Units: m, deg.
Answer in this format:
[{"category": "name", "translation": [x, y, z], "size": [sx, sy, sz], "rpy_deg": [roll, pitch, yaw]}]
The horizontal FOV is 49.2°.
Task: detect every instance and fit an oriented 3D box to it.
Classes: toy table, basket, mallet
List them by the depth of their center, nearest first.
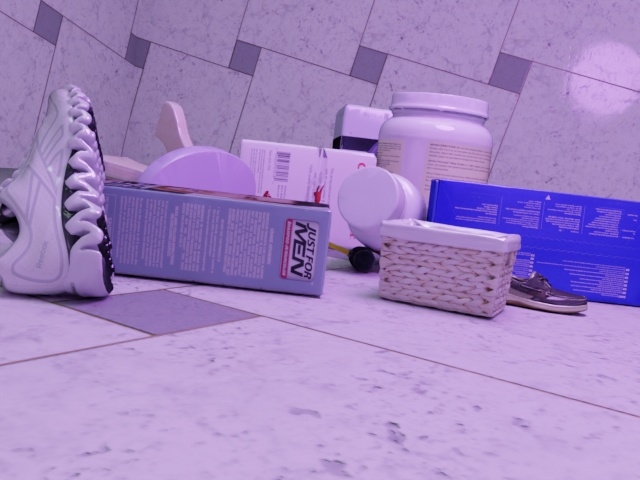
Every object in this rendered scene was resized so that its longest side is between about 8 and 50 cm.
[{"category": "basket", "translation": [0.166, 0.033, 0.919], "size": [0.167, 0.103, 0.113], "rpy_deg": [10, 7, 24]}, {"category": "mallet", "translation": [0.000, 0.000, 1.144], "size": [0.189, 0.039, 0.062], "rpy_deg": [24, 2, 0]}, {"category": "toy table", "translation": [-0.262, -0.109, 1.268], "size": [0.160, 0.252, 0.274], "rpy_deg": [29, 6, 31]}]

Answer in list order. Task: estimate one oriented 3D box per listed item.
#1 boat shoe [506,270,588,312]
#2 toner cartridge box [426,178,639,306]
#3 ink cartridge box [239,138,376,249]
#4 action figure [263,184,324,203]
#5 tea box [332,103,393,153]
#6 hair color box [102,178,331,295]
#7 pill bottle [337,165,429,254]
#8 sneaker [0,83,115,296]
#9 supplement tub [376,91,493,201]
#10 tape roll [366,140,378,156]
[{"category": "boat shoe", "translation": [0.296, 0.068, 0.976], "size": [0.152, 0.049, 0.056], "rpy_deg": [8, 6, 14]}, {"category": "toner cartridge box", "translation": [0.342, 0.001, 1.113], "size": [0.347, 0.165, 0.075], "rpy_deg": [7, 6, 0]}, {"category": "ink cartridge box", "translation": [-0.034, -0.094, 1.442], "size": [0.272, 0.199, 0.115], "rpy_deg": [7, 5, -2]}, {"category": "action figure", "translation": [-0.080, -0.041, 1.232], "size": [0.091, 0.139, 0.280], "rpy_deg": [11, 5, 25]}, {"category": "tea box", "translation": [0.195, -0.178, 1.876], "size": [0.328, 0.324, 0.220], "rpy_deg": [5, 5, -5]}, {"category": "hair color box", "translation": [-0.176, -0.013, 0.946], "size": [0.374, 0.114, 0.185], "rpy_deg": [7, 6, -1]}, {"category": "pill bottle", "translation": [0.116, -0.041, 1.182], "size": [0.131, 0.131, 0.229], "rpy_deg": [9, -9, 25]}, {"category": "sneaker", "translation": [-0.298, -0.064, 0.774], "size": [0.118, 0.110, 0.292], "rpy_deg": [-8, 53, -11]}, {"category": "supplement tub", "translation": [0.227, -0.129, 1.448], "size": [0.235, 0.325, 0.235], "rpy_deg": [7, 6, -1]}, {"category": "tape roll", "translation": [0.222, -0.122, 1.616], "size": [0.274, 0.275, 0.090], "rpy_deg": [6, 5, -4]}]
